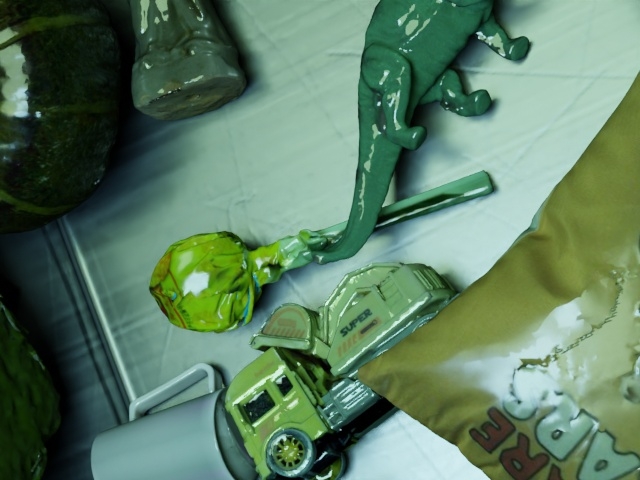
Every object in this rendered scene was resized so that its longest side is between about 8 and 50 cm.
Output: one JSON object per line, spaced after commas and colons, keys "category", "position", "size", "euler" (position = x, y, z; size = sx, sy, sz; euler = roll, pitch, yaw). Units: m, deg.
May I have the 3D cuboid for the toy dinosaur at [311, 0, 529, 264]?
{"category": "toy dinosaur", "position": [0.079, -0.117, 1.225], "size": [0.120, 0.079, 0.292], "euler": [6, 82, 25]}

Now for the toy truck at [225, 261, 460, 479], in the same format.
{"category": "toy truck", "position": [0.019, 0.084, 1.233], "size": [0.191, 0.085, 0.116], "euler": [-38, 68, 9]}

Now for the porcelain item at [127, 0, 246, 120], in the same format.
{"category": "porcelain item", "position": [-0.120, -0.203, 1.310], "size": [0.081, 0.069, 0.215], "euler": [-20, 76, 21]}

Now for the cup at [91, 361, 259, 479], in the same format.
{"category": "cup", "position": [-0.105, 0.144, 1.285], "size": [0.116, 0.074, 0.104], "euler": [-16, 58, 22]}

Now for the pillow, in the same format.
{"category": "pillow", "position": [0.235, 0.080, 1.125], "size": [0.310, 0.119, 0.312], "euler": [41, 93, -1]}

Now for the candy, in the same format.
{"category": "candy", "position": [0.000, 0.001, 1.259], "size": [0.262, 0.077, 0.073], "euler": [-19, 66, 9]}

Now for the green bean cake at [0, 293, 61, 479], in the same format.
{"category": "green bean cake", "position": [-0.365, 0.111, 1.192], "size": [0.218, 0.335, 0.319], "euler": [-20, 114, 23]}

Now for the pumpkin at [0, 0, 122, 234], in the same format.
{"category": "pumpkin", "position": [-0.244, -0.114, 1.294], "size": [0.224, 0.157, 0.223], "euler": [4, 97, 35]}
